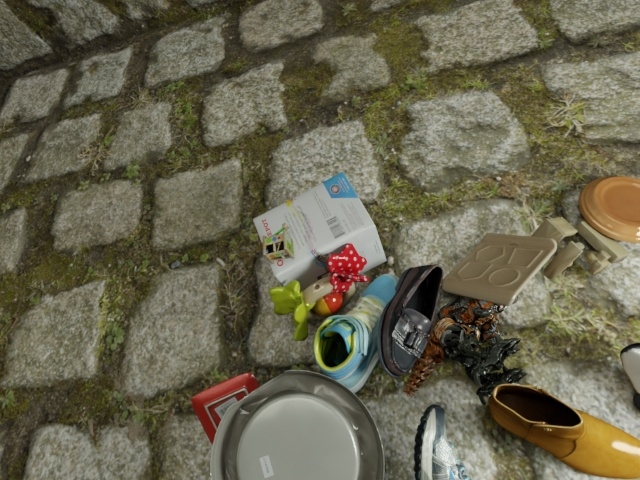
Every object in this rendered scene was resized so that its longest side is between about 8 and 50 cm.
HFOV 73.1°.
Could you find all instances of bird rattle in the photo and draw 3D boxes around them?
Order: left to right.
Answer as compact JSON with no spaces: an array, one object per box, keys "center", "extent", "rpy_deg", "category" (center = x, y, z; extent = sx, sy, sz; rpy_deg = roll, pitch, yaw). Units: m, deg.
[{"center":[0.009,0.125,1.057],"extent":[0.253,0.207,0.143],"rpy_deg":[-39,62,-5],"category":"bird rattle"}]

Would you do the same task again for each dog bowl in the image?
[{"center":[-0.045,0.448,0.897],"extent":[0.348,0.102,0.349],"rpy_deg":[-1,75,5],"category":"dog bowl"}]

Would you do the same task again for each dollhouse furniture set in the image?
[{"center":[0.596,0.032,1.028],"extent":[0.151,0.123,0.144],"rpy_deg":[-9,51,-29],"category":"dollhouse furniture set"}]

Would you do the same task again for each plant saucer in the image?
[{"center":[0.727,-0.083,1.023],"extent":[0.199,0.037,0.200],"rpy_deg":[-3,54,4],"category":"plant saucer"}]

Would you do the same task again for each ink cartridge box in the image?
[{"center":[0.000,0.000,1.140],"extent":[0.269,0.197,0.198],"rpy_deg":[-27,57,2],"category":"ink cartridge box"}]

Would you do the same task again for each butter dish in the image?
[{"center":[-0.201,0.391,1.035],"extent":[0.160,0.118,0.160],"rpy_deg":[-24,99,-1],"category":"butter dish"}]

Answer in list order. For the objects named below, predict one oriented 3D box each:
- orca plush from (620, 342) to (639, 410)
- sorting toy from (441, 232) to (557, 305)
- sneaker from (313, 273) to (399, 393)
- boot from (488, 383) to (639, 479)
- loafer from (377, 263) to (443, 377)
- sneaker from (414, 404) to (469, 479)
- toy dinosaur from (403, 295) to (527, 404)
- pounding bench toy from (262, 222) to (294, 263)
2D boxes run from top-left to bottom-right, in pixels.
[{"center":[0.706,0.294,0.796],"extent":[0.102,0.151,0.287],"rpy_deg":[-23,46,-35],"category":"orca plush"},{"center":[0.412,0.065,1.004],"extent":[0.208,0.038,0.193],"rpy_deg":[-42,25,-23],"category":"sorting toy"},{"center":[0.097,0.187,0.993],"extent":[0.127,0.208,0.319],"rpy_deg":[18,67,28],"category":"sneaker"},{"center":[0.456,0.346,0.779],"extent":[0.294,0.211,0.104],"rpy_deg":[12,66,24],"category":"boot"},{"center":[0.211,0.163,0.977],"extent":[0.095,0.109,0.303],"rpy_deg":[-32,21,43],"category":"loafer"},{"center":[0.250,0.476,0.852],"extent":[0.122,0.110,0.283],"rpy_deg":[2,68,6],"category":"sneaker"},{"center":[0.324,0.232,0.956],"extent":[0.322,0.164,0.218],"rpy_deg":[-54,39,4],"category":"toy dinosaur"},{"center":[-0.104,0.003,1.024],"extent":[0.065,0.052,0.084],"rpy_deg":[-14,59,12],"category":"pounding bench toy"}]
